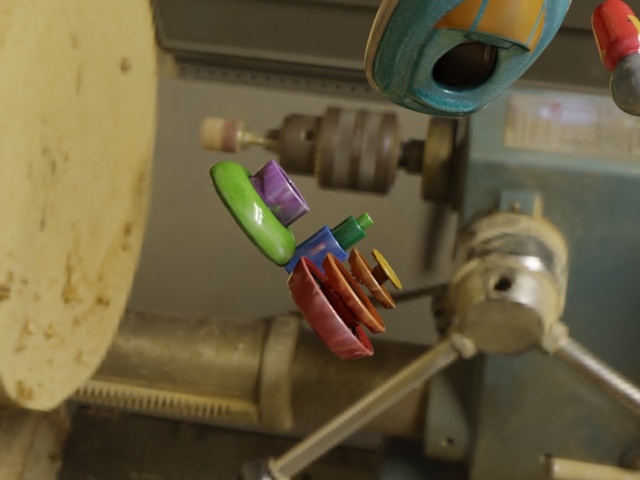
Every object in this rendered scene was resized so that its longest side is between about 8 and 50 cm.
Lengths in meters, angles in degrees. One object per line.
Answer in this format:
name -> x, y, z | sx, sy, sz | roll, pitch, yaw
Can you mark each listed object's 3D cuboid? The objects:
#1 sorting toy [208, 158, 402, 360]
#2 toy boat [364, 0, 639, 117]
sorting toy -> 0.000, 0.000, 0.490 | 0.102, 0.042, 0.061 | 54, 5, 10
toy boat -> 0.218, -0.212, 1.239 | 0.267, 0.318, 0.148 | 120, -31, -45
